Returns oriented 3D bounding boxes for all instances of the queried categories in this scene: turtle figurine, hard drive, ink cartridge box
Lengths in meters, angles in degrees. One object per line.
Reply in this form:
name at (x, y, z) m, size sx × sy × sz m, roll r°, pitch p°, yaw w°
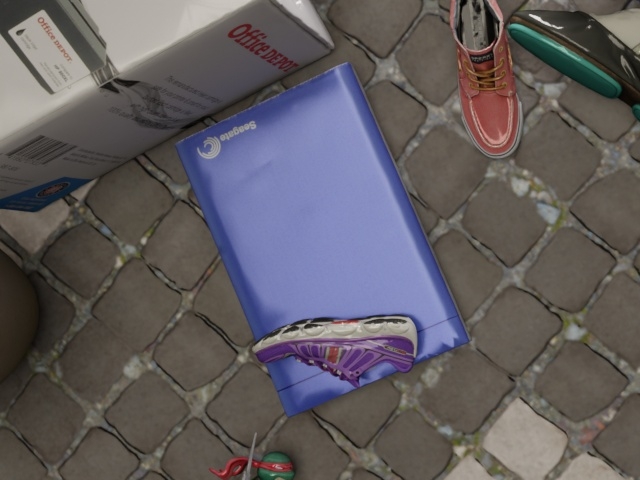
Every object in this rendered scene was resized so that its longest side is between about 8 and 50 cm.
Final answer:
turtle figurine at (-0.043, 0.309, 1.374) m, size 0.175 × 0.118 × 0.234 m, roll 4°, pitch 92°, yaw -28°
hard drive at (0.000, 0.000, 1.402) m, size 0.210 × 0.040 × 0.318 m, roll -24°, pitch 84°, yaw 12°
ink cartridge box at (-0.216, -0.190, 1.328) m, size 0.395 × 0.285 × 0.166 m, roll -27°, pitch 83°, yaw 11°

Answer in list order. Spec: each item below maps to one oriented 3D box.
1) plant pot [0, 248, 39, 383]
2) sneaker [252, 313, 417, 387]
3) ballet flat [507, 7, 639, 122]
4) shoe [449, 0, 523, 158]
plant pot at (-0.410, 0.081, 1.374) m, size 0.257 × 0.274 × 0.256 m, roll 0°, pitch 89°, yaw 12°
sneaker at (0.014, 0.116, 1.344) m, size 0.170 × 0.068 × 0.071 m, roll -3°, pitch 95°, yaw 12°
ballet flat at (0.320, -0.164, 1.313) m, size 0.280 × 0.095 × 0.096 m, roll 37°, pitch 87°, yaw 0°
shoe at (0.165, -0.172, 1.346) m, size 0.064 × 0.081 × 0.177 m, roll -9°, pitch 87°, yaw 13°
